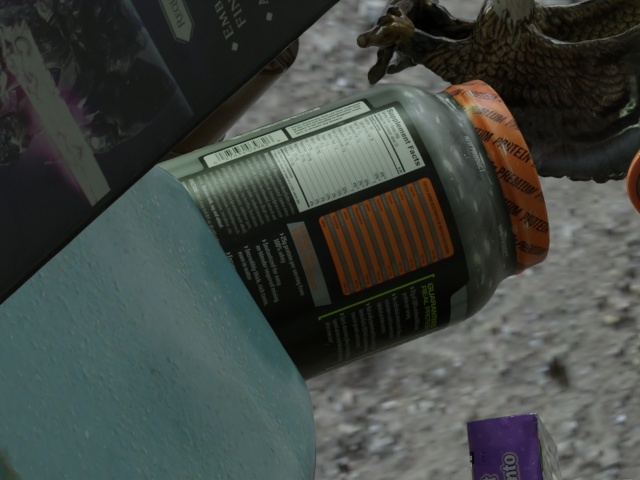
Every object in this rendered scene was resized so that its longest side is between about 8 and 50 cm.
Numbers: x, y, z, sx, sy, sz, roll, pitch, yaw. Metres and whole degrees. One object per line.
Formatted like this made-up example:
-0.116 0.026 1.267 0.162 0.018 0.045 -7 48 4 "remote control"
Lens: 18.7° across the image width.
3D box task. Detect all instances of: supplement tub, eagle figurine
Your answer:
0.000 0.000 1.469 0.316 0.193 0.194 -19 80 -10 "supplement tub"
0.188 -0.160 1.602 0.298 0.225 0.226 12 86 12 "eagle figurine"

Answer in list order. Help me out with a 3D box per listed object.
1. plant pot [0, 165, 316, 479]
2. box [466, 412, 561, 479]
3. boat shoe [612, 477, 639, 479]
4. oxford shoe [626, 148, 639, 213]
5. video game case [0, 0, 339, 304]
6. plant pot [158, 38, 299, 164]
-0.145 0.093 0.923 0.248 0.252 0.247 -30 92 37 "plant pot"
0.166 0.251 1.533 0.057 0.293 0.201 -8 77 8 "box"
0.121 0.215 1.211 0.228 0.080 0.076 -51 39 22 "boat shoe"
0.285 -0.102 1.084 0.271 0.098 0.097 -36 109 12 "oxford shoe"
-0.069 -0.110 0.498 0.026 0.274 0.196 14 137 41 "video game case"
-0.116 -0.160 1.715 0.165 0.167 0.167 -37 74 38 "plant pot"
